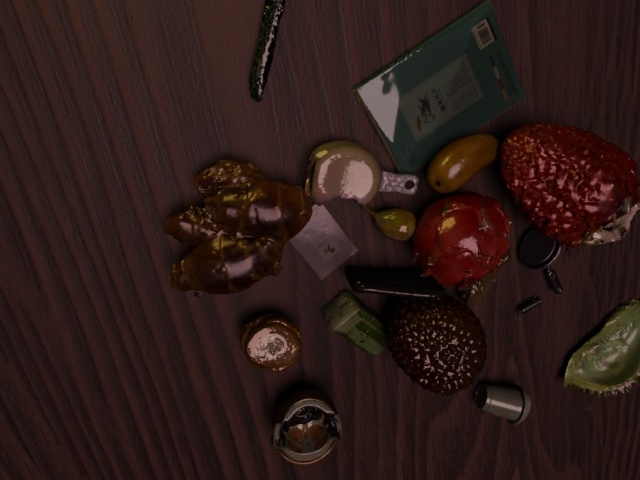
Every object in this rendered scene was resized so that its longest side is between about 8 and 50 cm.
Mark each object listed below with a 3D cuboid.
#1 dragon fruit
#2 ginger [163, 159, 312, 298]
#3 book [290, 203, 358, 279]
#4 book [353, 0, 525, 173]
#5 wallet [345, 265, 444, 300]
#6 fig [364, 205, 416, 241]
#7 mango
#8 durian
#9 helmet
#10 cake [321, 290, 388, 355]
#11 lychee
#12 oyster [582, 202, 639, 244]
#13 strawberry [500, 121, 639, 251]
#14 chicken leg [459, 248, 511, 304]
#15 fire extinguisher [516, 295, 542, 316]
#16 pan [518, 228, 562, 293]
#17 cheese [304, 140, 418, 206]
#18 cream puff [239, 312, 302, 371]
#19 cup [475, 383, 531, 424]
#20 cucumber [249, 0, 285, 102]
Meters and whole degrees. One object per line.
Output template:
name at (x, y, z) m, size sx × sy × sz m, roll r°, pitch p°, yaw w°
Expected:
dragon fruit at (0.352, -0.003, 1.239) m, size 0.252 × 0.241 × 0.241 m, roll -33°, pitch 116°, yaw 27°
ginger at (-0.200, -0.017, 1.138) m, size 0.274 × 0.152 × 0.358 m, roll 33°, pitch 97°, yaw -21°
book at (0.000, 0.000, 1.267) m, size 0.127 × 0.014 × 0.182 m, roll -38°, pitch 113°, yaw 2°
book at (0.297, -0.357, 1.203) m, size 0.379 × 0.031 × 0.264 m, roll -33°, pitch 113°, yaw 0°
wallet at (0.193, 0.108, 1.267) m, size 0.249 × 0.149 × 0.044 m, roll 6°, pitch 104°, yaw -7°
fig at (0.162, -0.051, 1.268) m, size 0.166 × 0.093 × 0.094 m, roll 16°, pitch 107°, yaw 11°
mango at (0.361, -0.197, 1.231) m, size 0.227 × 0.099 × 0.136 m, roll -27°, pitch 152°, yaw -18°
durian at (0.949, 0.351, 1.595) m, size 0.198 × 0.163 × 0.394 m, roll 39°, pitch 93°, yaw 17°
helmet at (-0.042, 0.497, 1.371) m, size 0.198 × 0.130 × 0.225 m, roll -4°, pitch 120°, yaw -8°
cake at (0.121, 0.247, 1.340) m, size 0.100 × 0.099 × 0.235 m, roll -43°, pitch 114°, yaw 6°
lychee at (0.292, 0.260, 1.299) m, size 0.267 × 0.267 × 0.268 m, roll -4°, pitch 110°, yaw -12°
oyster at (0.832, -0.063, 1.423) m, size 0.132 × 0.072 × 0.209 m, roll 24°, pitch 82°, yaw -14°
strawberry at (0.611, -0.171, 1.246) m, size 0.292 × 0.292 × 0.343 m, roll -40°, pitch 95°, yaw 3°
chicken leg at (0.466, 0.096, 1.388) m, size 0.198 × 0.069 × 0.085 m, roll -46°, pitch 114°, yaw -2°
fire extinguisher at (0.617, 0.195, 1.481) m, size 0.083 × 0.025 × 0.038 m, roll -29°, pitch 76°, yaw -2°
pan at (0.650, 0.059, 1.437) m, size 0.136 × 0.028 × 0.235 m, roll -30°, pitch 110°, yaw -1°
cheese at (0.105, -0.148, 1.201) m, size 0.286 × 0.082 × 0.163 m, roll 8°, pitch 108°, yaw -16°
cream puff at (-0.127, 0.259, 1.274) m, size 0.165 × 0.115 × 0.150 m, roll 41°, pitch 89°, yaw -13°
cup at (0.559, 0.494, 1.528) m, size 0.141 × 0.120 × 0.120 m, roll 18°, pitch 104°, yaw -9°
cucumber at (-0.116, -0.430, 1.072) m, size 0.043 × 0.043 × 0.257 m, roll 12°, pitch 107°, yaw -12°
